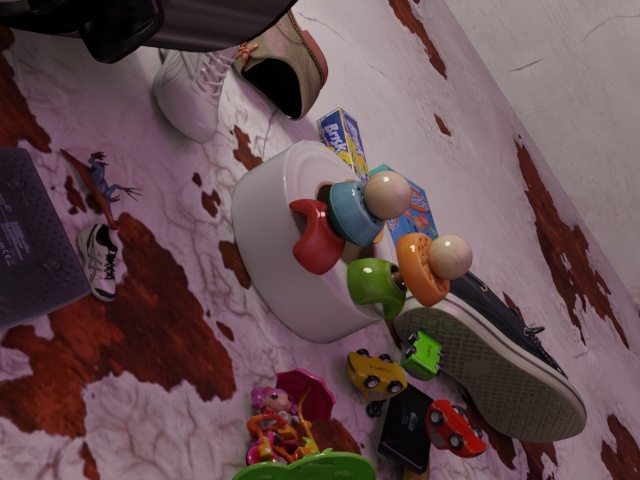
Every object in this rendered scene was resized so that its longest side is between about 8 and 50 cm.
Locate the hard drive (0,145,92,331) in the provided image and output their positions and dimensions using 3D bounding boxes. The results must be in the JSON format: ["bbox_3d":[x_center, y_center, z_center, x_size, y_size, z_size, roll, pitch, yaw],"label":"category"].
[{"bbox_3d":[-0.320,0.008,0.694,0.172,0.054,0.254,64,27,3],"label":"hard drive"}]

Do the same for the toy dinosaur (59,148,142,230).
[{"bbox_3d":[-0.245,-0.052,0.919,0.090,0.047,0.082,5,65,-20],"label":"toy dinosaur"}]

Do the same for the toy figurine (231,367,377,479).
[{"bbox_3d":[-0.035,0.221,0.971,0.173,0.130,0.159,12,37,-27],"label":"toy figurine"}]

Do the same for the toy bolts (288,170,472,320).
[{"bbox_3d":[0.082,-0.030,1.094,0.228,0.158,0.218,29,42,-47],"label":"toy bolts"}]

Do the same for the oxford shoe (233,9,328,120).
[{"bbox_3d":[-0.108,-0.339,1.308,0.348,0.123,0.130,45,37,-28],"label":"oxford shoe"}]

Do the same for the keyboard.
[{"bbox_3d":[0.117,0.264,1.232,0.108,0.023,0.180,34,25,-2],"label":"keyboard"}]

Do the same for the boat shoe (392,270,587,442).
[{"bbox_3d":[0.315,0.202,1.487,0.500,0.186,0.156,41,39,-26],"label":"boat shoe"}]

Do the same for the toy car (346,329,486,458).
[{"bbox_3d":[0.145,0.214,1.263,0.239,0.053,0.225,35,26,-2],"label":"toy car"}]

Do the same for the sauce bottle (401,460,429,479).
[{"bbox_3d":[0.134,0.351,1.185,0.042,0.042,0.128,49,30,-25],"label":"sauce bottle"}]

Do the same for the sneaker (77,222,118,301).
[{"bbox_3d":[-0.226,0.021,0.864,0.032,0.037,0.083,0,67,-62],"label":"sneaker"}]

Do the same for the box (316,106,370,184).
[{"bbox_3d":[0.043,-0.147,1.465,0.059,0.054,0.169,28,42,-48],"label":"box"}]

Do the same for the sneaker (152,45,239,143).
[{"bbox_3d":[-0.159,-0.238,1.127,0.090,0.115,0.232,29,42,-47],"label":"sneaker"}]

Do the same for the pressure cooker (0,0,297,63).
[{"bbox_3d":[-0.225,-0.393,0.855,0.369,0.376,0.420,26,19,24],"label":"pressure cooker"}]

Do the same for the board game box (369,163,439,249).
[{"bbox_3d":[0.167,-0.024,1.577,0.160,0.047,0.210,24,45,-51],"label":"board game box"}]

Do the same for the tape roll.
[{"bbox_3d":[0.000,0.000,1.209,0.286,0.100,0.286,40,35,-36],"label":"tape roll"}]
